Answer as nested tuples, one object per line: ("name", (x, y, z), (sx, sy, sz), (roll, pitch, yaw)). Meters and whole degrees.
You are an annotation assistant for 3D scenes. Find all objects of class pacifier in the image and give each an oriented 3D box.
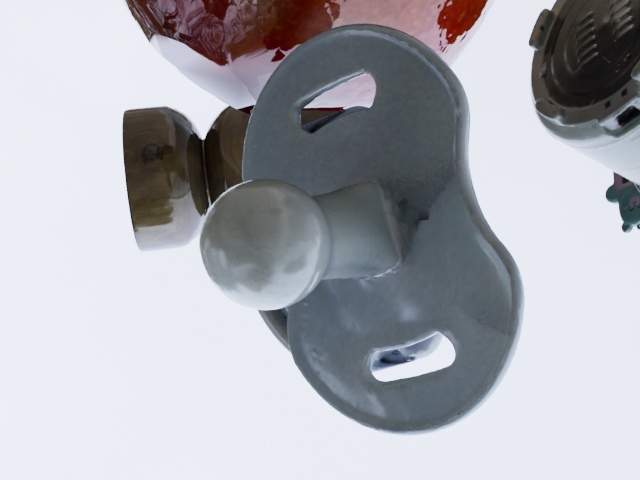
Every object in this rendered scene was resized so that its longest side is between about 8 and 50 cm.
("pacifier", (0.000, 0.000, 0.924), (0.244, 0.299, 0.233), (-21, 171, 34))

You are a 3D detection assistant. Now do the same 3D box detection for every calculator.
("calculator", (0.342, -0.076, 1.433), (0.019, 0.094, 0.141), (15, -115, -29))

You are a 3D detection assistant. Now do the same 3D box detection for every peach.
("peach", (-0.011, -0.282, 1.167), (0.388, 0.388, 0.388), (3, -145, -2))

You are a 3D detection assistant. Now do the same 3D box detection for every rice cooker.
("rice cooker", (0.344, -0.159, 1.277), (0.227, 0.241, 0.280), (24, -136, -28))

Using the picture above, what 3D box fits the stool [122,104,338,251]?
("stool", (-0.100, -0.087, 1.635), (0.264, 0.179, 0.179), (-6, -144, -2))
